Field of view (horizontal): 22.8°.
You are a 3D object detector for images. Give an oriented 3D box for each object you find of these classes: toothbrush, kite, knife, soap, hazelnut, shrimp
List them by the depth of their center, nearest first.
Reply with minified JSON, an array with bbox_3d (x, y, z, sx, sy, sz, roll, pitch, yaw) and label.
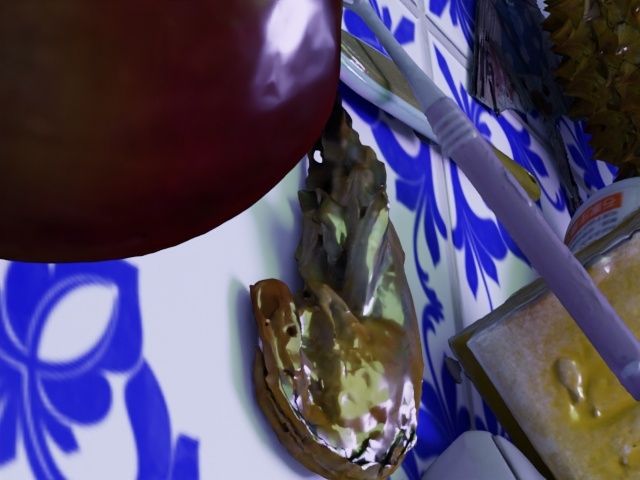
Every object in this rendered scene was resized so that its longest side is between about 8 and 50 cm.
[{"bbox_3d":[-0.096,-0.102,0.545,0.229,0.230,0.229,44,36,-44],"label":"hazelnut"},{"bbox_3d":[0.008,-0.002,0.834,0.117,0.066,0.262,32,42,-53],"label":"shrimp"},{"bbox_3d":[0.087,-0.052,0.936,0.354,0.024,0.029,55,23,16],"label":"toothbrush"},{"bbox_3d":[0.222,0.131,0.974,0.274,0.173,0.089,56,-7,-2],"label":"soap"},{"bbox_3d":[0.069,-0.084,1.058,0.343,0.027,0.061,24,33,-59],"label":"knife"},{"bbox_3d":[0.183,-0.125,1.339,0.335,0.011,0.314,-5,78,-63],"label":"kite"}]

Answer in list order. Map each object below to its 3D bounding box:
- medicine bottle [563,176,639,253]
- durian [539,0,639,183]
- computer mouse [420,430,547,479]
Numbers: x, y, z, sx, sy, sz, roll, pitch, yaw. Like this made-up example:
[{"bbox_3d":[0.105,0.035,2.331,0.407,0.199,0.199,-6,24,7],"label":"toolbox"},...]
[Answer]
[{"bbox_3d":[0.239,0.073,1.154,0.144,0.145,0.252,58,25,-25],"label":"medicine bottle"},{"bbox_3d":[0.348,-0.155,1.304,0.384,0.348,0.347,67,25,-23],"label":"durian"},{"bbox_3d":[0.117,0.225,0.829,0.184,0.121,0.297,59,29,-21],"label":"computer mouse"}]
